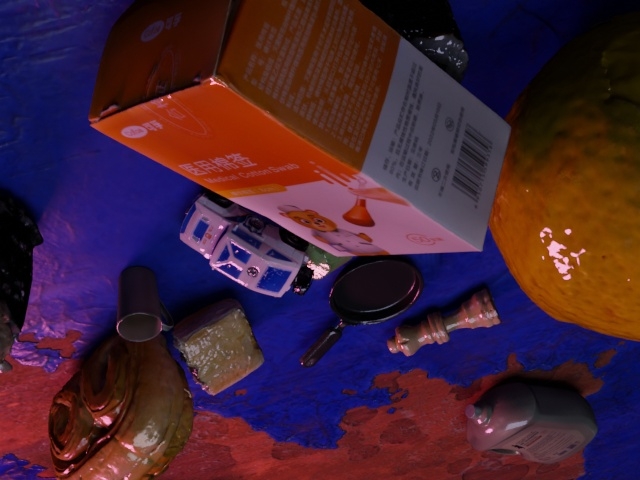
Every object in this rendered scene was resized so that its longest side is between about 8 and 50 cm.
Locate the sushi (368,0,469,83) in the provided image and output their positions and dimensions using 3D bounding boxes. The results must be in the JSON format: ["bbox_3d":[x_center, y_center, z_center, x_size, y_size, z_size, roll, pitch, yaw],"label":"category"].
[{"bbox_3d":[0.099,-0.201,0.821,0.094,0.084,0.098,-12,141,-1],"label":"sushi"}]

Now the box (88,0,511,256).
[{"bbox_3d":[-0.014,-0.112,0.766,0.341,0.143,0.225,29,159,-36],"label":"box"}]

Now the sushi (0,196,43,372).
[{"bbox_3d":[-0.422,0.075,0.853,0.225,0.218,0.238,-32,134,21],"label":"sushi"}]

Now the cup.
[{"bbox_3d":[-0.218,0.079,1.010,0.075,0.083,0.054,6,132,-21],"label":"cup"}]

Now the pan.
[{"bbox_3d":[0.045,0.101,1.149,0.136,0.028,0.235,26,119,-34],"label":"pan"}]

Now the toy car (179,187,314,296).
[{"bbox_3d":[-0.085,0.009,0.950,0.171,0.070,0.080,31,124,-3],"label":"toy car"}]

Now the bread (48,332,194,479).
[{"bbox_3d":[-0.265,0.233,1.070,0.120,0.198,0.236,24,122,-42],"label":"bread"}]

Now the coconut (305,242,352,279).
[{"bbox_3d":[0.000,0.000,1.000,0.081,0.083,0.082,-38,134,-34],"label":"coconut"}]

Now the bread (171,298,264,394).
[{"bbox_3d":[-0.142,0.140,1.094,0.106,0.082,0.125,-35,130,-18],"label":"bread"}]

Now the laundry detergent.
[{"bbox_3d":[0.352,0.322,1.415,0.253,0.091,0.181,17,133,-30],"label":"laundry detergent"}]

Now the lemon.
[{"bbox_3d":[0.350,-0.054,0.862,0.350,0.349,0.387,1,140,-17],"label":"lemon"}]

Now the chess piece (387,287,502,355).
[{"bbox_3d":[0.180,0.127,1.198,0.172,0.060,0.060,-23,136,11],"label":"chess piece"}]
